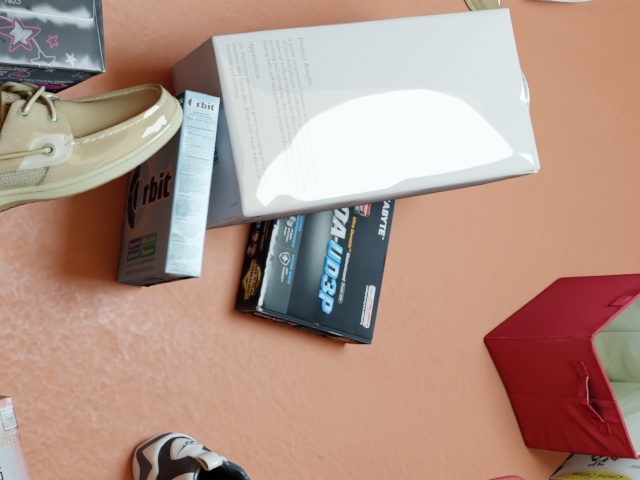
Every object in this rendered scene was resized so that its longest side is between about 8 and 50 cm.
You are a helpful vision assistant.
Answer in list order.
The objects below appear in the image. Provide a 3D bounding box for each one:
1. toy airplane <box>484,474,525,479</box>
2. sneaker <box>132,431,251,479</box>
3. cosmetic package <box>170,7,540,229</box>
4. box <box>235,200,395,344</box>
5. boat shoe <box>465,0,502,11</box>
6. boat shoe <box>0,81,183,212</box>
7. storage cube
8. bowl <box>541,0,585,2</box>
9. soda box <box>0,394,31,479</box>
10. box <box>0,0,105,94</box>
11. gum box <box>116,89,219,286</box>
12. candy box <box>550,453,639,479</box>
[{"bbox_3d":[0.175,0.451,1.432,0.384,0.272,0.386,-45,130,10],"label":"toy airplane"},{"bbox_3d":[-0.108,0.318,1.261,0.094,0.153,0.235,-14,95,-37],"label":"sneaker"},{"bbox_3d":[0.041,-0.136,1.336,0.366,0.155,0.197,-8,88,-25],"label":"cosmetic package"},{"bbox_3d":[0.000,0.000,1.434,0.175,0.051,0.220,20,74,-34],"label":"box"},{"bbox_3d":[0.218,-0.361,1.635,0.050,0.045,0.135,-40,110,-33],"label":"boat shoe"},{"bbox_3d":[-0.279,-0.096,1.132,0.302,0.109,0.098,-20,122,-10],"label":"boat shoe"},{"bbox_3d":[0.372,0.165,1.619,0.215,0.193,0.183,-33,106,-34],"label":"storage cube"},{"bbox_3d":[0.338,-0.409,1.728,0.142,0.053,0.142,-10,93,-37],"label":"bowl"},{"bbox_3d":[-0.316,0.243,1.163,0.058,0.063,0.183,-15,95,-37],"label":"soda box"},{"bbox_3d":[-0.348,-0.231,1.130,0.247,0.142,0.163,-1,85,-38],"label":"box"},{"bbox_3d":[-0.161,-0.049,1.246,0.041,0.157,0.184,10,80,-26],"label":"gum box"},{"bbox_3d":[0.458,0.298,1.695,0.233,0.159,0.071,-38,107,-34],"label":"candy box"}]
